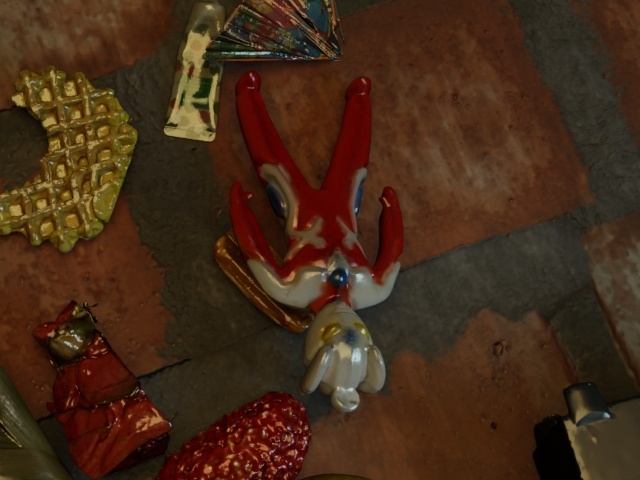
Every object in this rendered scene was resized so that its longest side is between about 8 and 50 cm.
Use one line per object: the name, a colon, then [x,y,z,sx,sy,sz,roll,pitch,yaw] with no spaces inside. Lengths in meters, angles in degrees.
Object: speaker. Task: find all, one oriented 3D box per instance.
speaker: [0.355,0.258,1.882,0.232,0.184,0.254,-15,73,-9]

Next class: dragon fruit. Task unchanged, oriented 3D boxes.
dragon fruit: [-0.210,0.136,1.902,0.122,0.092,0.192,2,48,-47]

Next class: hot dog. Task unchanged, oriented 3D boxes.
hot dog: [-0.053,0.044,1.983,0.144,0.038,0.062,44,73,6]

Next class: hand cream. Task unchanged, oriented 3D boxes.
hand cream: [-0.131,-0.190,2.050,0.057,0.037,0.165,9,80,-2]

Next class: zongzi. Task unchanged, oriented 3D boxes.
zongzi: [-0.266,0.232,1.873,0.289,0.123,0.260,1,74,-10]

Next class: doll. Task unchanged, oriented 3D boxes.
doll: [0.000,0.000,1.945,0.188,0.099,0.384,-1,65,-16]

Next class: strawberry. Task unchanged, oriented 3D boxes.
strawberry: [-0.087,0.224,1.909,0.121,0.082,0.188,38,78,9]

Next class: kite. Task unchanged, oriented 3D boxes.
kite: [-0.043,-0.264,2.071,0.183,0.014,0.241,34,63,-8]

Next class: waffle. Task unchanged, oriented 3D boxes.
waffle: [-0.278,-0.086,1.995,0.149,0.051,0.194,20,79,1]

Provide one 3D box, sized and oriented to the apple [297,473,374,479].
apple: [0.026,0.319,1.840,0.182,0.182,0.155,5,47,-3]
